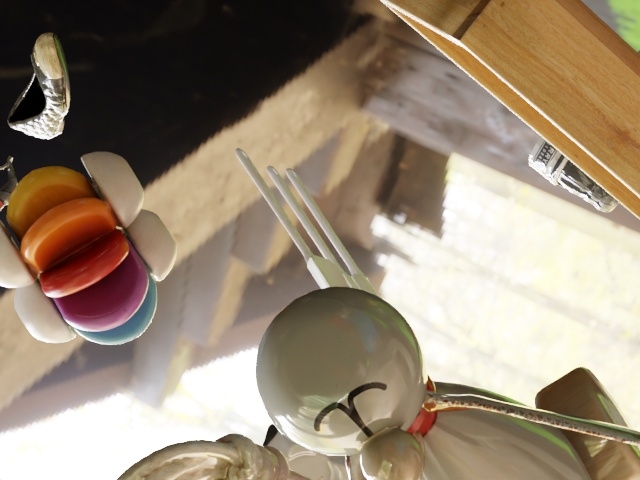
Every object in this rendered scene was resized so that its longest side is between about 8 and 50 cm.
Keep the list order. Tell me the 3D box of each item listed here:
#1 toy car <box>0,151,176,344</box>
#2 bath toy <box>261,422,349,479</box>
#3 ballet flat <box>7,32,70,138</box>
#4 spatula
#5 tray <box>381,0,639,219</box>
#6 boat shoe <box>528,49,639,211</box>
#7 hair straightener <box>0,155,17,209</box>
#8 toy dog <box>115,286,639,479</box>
[{"bbox_3d":[-0.209,0.022,1.286,0.159,0.136,0.182,-33,-48,-8],"label":"toy car"},{"bbox_3d":[-0.047,0.279,1.479,0.348,0.151,0.129,-47,20,13],"label":"bath toy"},{"bbox_3d":[-0.252,-0.133,1.280,0.173,0.049,0.057,124,139,-65],"label":"ballet flat"},{"bbox_3d":[0.000,0.000,1.513,0.019,0.242,0.168,-40,-23,16],"label":"spatula"},{"bbox_3d":[0.232,-0.068,1.026,0.076,0.411,0.203,-52,23,6],"label":"tray"},{"bbox_3d":[0.309,-0.113,1.297,0.306,0.105,0.113,-31,-24,-49],"label":"boat shoe"},{"bbox_3d":[-0.463,-0.024,1.747,0.230,0.089,0.047,-51,-24,-17],"label":"hair straightener"},{"bbox_3d":[0.079,0.143,0.709,0.333,0.161,0.220,9,-50,-48],"label":"toy dog"}]
